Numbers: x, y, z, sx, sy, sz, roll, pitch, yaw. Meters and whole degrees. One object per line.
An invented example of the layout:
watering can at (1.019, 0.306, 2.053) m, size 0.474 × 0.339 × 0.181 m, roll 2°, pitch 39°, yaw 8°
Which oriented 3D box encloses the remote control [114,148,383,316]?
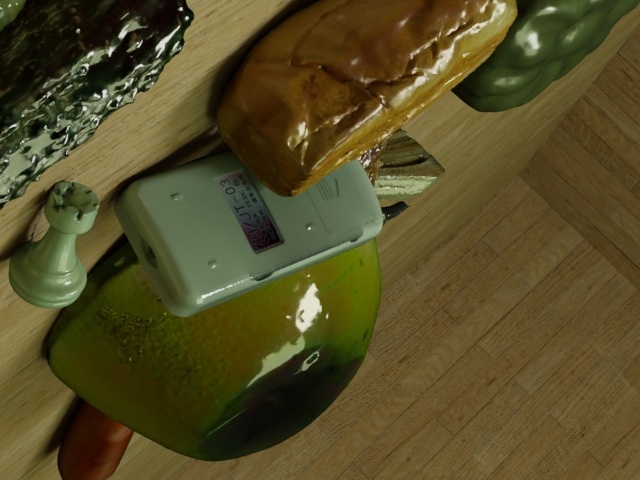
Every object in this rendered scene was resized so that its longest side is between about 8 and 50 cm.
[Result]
remote control at (-0.061, -0.028, 1.529) m, size 0.296 × 0.140 × 0.056 m, roll -22°, pitch 171°, yaw -45°

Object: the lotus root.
lotus root at (0.055, -0.098, 1.932) m, size 0.144 × 0.143 × 0.070 m, roll -12°, pitch 144°, yaw -42°

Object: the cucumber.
cucumber at (-0.203, -0.064, 0.954) m, size 0.359 × 0.096 × 0.096 m, roll -41°, pitch 171°, yaw -16°

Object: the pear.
pear at (-0.083, 0.114, 1.712) m, size 0.399 × 0.165 × 0.399 m, roll -26°, pitch 155°, yaw -14°

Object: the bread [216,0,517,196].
bread at (0.046, -0.169, 1.471) m, size 0.294 × 0.132 × 0.167 m, roll -39°, pitch 168°, yaw -15°

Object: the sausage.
sausage at (-0.285, 0.241, 2.060) m, size 0.089 × 0.083 × 0.300 m, roll -30°, pitch 161°, yaw -39°

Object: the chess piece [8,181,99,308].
chess piece at (-0.218, 0.001, 1.313) m, size 0.067 × 0.067 × 0.103 m, roll -35°, pitch 159°, yaw -49°

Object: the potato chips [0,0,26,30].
potato chips at (-0.161, -0.179, 0.698) m, size 0.429 × 0.070 × 0.358 m, roll -38°, pitch 167°, yaw -40°

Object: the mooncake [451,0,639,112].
mooncake at (0.247, -0.297, 1.702) m, size 0.351 × 0.187 × 0.351 m, roll -46°, pitch 172°, yaw -9°

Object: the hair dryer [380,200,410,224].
hair dryer at (0.000, 0.000, 1.946) m, size 0.272 × 0.091 × 0.235 m, roll -9°, pitch 151°, yaw -27°

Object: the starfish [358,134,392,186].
starfish at (0.006, -0.072, 1.743) m, size 0.299 × 0.060 × 0.302 m, roll -33°, pitch 147°, yaw -31°
